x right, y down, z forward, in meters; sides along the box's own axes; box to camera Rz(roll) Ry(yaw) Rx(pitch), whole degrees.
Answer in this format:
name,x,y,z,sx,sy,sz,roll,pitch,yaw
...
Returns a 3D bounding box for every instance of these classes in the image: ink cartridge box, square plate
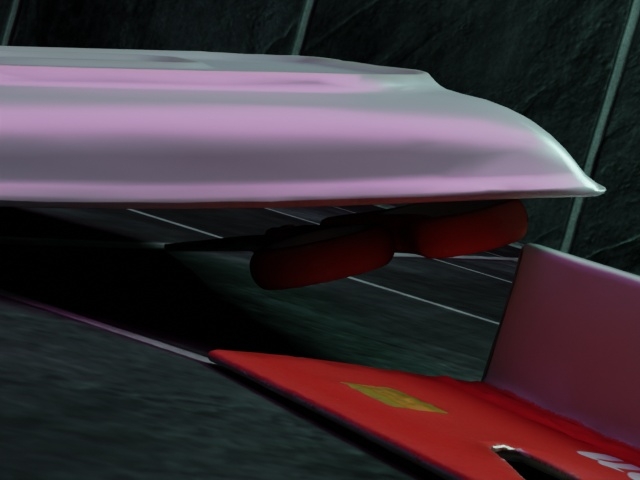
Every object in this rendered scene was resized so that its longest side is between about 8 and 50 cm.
name,x,y,z,sx,sy,sz,roll,pitch,yaw
ink cartridge box,0.153,0.063,0.498,0.261,0.066,0.296,15,3,-38
square plate,-0.103,-0.057,0.713,0.347,0.049,0.344,0,8,-16

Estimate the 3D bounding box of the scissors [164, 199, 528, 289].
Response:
name,x,y,z,sx,sy,sz,roll,pitch,yaw
scissors,0.000,0.000,0.734,0.109,0.021,0.297,-15,4,-13
